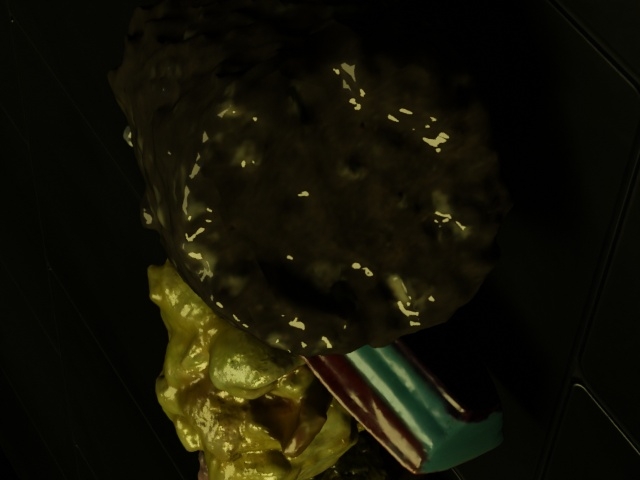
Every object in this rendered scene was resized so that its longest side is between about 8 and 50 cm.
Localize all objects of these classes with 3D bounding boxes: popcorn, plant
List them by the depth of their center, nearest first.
[{"bbox_3d":[-0.024,-0.079,0.983,0.312,0.213,0.215,-128,21,-55],"label":"plant"},{"bbox_3d":[-0.038,0.081,1.230,0.266,0.192,0.233,-124,30,-72],"label":"popcorn"}]

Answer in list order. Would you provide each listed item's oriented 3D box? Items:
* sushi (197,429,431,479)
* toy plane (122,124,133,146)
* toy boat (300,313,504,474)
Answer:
[{"bbox_3d":[-0.009,0.213,1.323,0.241,0.161,0.107,41,147,49],"label":"sushi"},{"bbox_3d":[-0.122,-0.054,1.407,0.212,0.088,0.267,54,156,29],"label":"toy plane"},{"bbox_3d":[0.000,0.000,1.130,0.392,0.136,0.079,54,138,29],"label":"toy boat"}]
